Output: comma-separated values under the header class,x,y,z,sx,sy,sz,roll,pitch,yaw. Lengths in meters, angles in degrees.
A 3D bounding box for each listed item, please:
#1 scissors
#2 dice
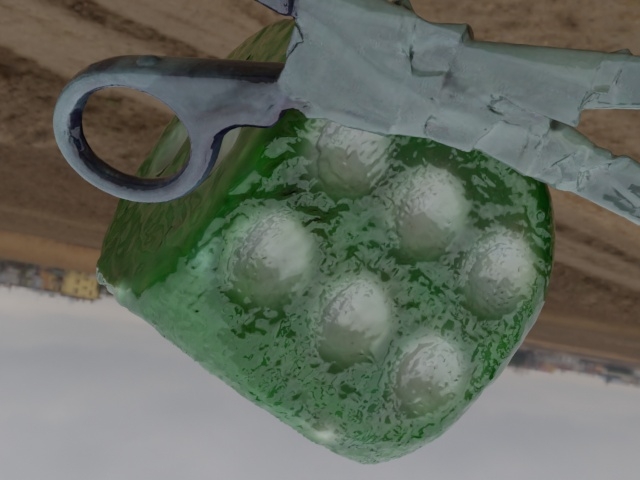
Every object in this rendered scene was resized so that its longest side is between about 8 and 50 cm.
class,x,y,z,sx,sy,sz,roll,pitch,yaw
scissors,0.033,-0.082,0.389,0.383,0.256,0.029,17,-139,14
dice,0.000,0.000,0.748,0.297,0.287,0.300,40,171,-25
